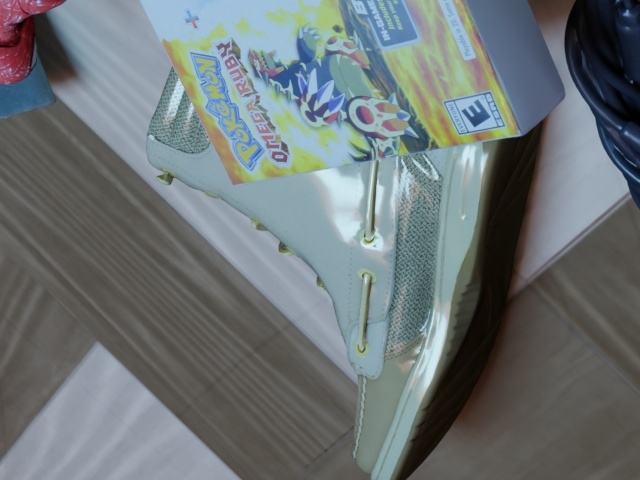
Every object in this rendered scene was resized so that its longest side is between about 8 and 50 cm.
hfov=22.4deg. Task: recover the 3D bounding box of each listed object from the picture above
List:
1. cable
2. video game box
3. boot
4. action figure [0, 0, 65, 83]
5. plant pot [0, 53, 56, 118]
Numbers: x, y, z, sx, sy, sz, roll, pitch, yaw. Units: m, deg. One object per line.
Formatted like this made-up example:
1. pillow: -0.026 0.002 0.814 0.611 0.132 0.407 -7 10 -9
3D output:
1. cable: 0.180 -0.071 0.739 0.150 0.047 0.184 8 134 52
2. video game box: -0.010 -0.131 0.729 0.187 0.048 0.205 -7 116 47
3. boot: 0.000 0.000 0.901 0.203 0.095 0.262 24 128 20
4. action figure: -0.129 -0.220 0.851 0.091 0.139 0.280 21 111 27
5. plant pot: -0.352 -0.161 0.952 0.247 0.247 0.252 -7 101 41
